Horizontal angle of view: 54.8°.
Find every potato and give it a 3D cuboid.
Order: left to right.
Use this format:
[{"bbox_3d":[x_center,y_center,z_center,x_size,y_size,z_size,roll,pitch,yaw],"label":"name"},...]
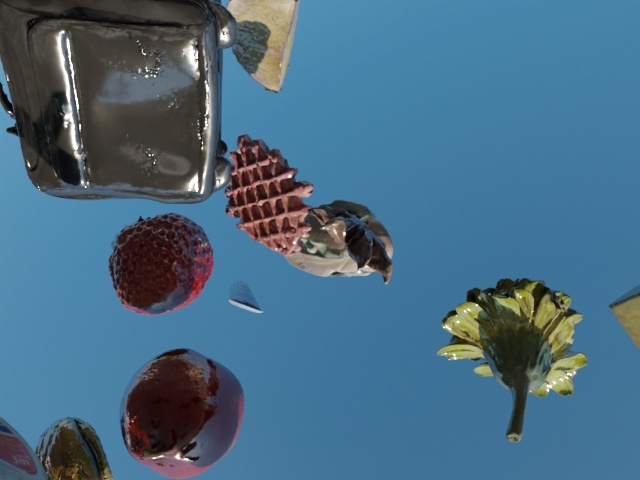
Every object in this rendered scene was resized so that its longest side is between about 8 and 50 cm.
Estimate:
[{"bbox_3d":[-0.115,-0.419,1.202,0.138,0.243,0.098,16,-127,-3],"label":"potato"}]

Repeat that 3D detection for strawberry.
[{"bbox_3d":[-0.430,0.088,1.692,0.292,0.292,0.310,-26,-120,12],"label":"strawberry"}]

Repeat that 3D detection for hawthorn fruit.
[{"bbox_3d":[-0.309,0.394,1.406,0.295,0.295,0.311,-58,-154,-10],"label":"hawthorn fruit"}]

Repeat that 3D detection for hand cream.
[{"bbox_3d":[-0.210,0.151,1.646,0.058,0.091,0.271,-65,-167,0],"label":"hand cream"}]

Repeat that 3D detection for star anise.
[{"bbox_3d":[0.047,0.001,0.767,0.042,0.141,0.141,-44,-125,8],"label":"star anise"}]

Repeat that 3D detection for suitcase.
[{"bbox_3d":[-0.298,-0.228,0.913,0.339,0.345,0.188,2,-138,-8],"label":"suitcase"}]

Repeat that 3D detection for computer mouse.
[{"bbox_3d":[-0.002,0.002,1.541,0.389,0.115,0.199,6,-72,32],"label":"computer mouse"}]

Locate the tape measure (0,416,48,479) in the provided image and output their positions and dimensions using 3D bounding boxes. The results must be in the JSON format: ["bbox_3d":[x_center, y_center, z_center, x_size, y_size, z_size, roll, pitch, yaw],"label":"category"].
[{"bbox_3d":[-0.468,0.310,0.787,0.265,0.258,0.130,38,-99,31],"label":"tape measure"}]

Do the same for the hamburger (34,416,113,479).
[{"bbox_3d":[-0.687,0.621,1.679,0.285,0.134,0.265,-31,-99,36],"label":"hamburger"}]

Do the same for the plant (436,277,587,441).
[{"bbox_3d":[0.387,0.204,1.178,0.306,0.297,0.261,24,-78,1],"label":"plant"}]

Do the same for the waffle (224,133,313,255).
[{"bbox_3d":[-0.104,-0.079,1.185,0.234,0.221,0.055,39,-137,23],"label":"waffle"}]

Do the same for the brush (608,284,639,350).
[{"bbox_3d":[0.345,0.129,0.493,0.047,0.103,0.233,-23,-103,-29],"label":"brush"}]
